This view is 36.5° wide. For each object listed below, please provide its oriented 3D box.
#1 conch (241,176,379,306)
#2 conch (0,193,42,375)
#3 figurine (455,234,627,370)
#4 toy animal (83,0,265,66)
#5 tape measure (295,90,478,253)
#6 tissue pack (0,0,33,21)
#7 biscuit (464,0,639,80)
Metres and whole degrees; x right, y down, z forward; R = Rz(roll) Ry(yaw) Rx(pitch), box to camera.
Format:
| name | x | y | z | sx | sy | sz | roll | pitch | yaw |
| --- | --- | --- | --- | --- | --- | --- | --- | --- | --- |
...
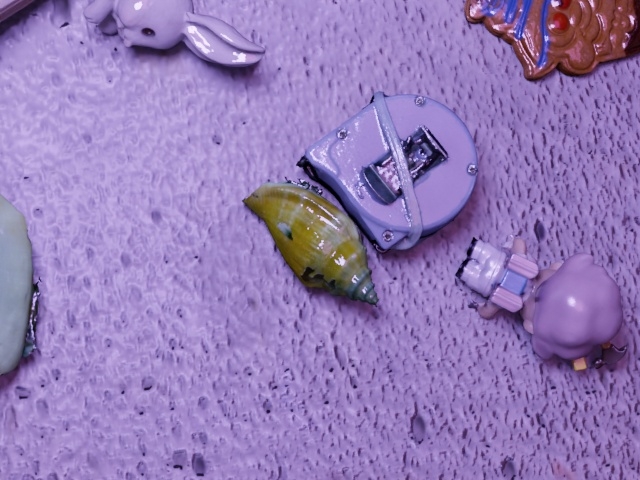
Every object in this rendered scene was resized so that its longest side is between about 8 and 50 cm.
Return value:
| name | x | y | z | sx | sy | sz | roll | pitch | yaw |
| --- | --- | --- | --- | --- | --- | --- | --- | --- | --- |
| conch | -0.001 | 0.003 | 1.145 | 0.095 | 0.079 | 0.200 | -39 | 88 | 18 |
| conch | -0.388 | 0.073 | 1.070 | 0.143 | 0.137 | 0.250 | 20 | 55 | 22 |
| figurine | 0.277 | 0.069 | 1.171 | 0.229 | 0.112 | 0.137 | 27 | 82 | 7 |
| toy animal | -0.181 | -0.255 | 1.156 | 0.221 | 0.104 | 0.131 | 41 | 75 | 1 |
| tape measure | 0.096 | -0.088 | 1.170 | 0.181 | 0.107 | 0.182 | -44 | 86 | -7 |
| tissue pack | -0.393 | -0.334 | 1.096 | 0.325 | 0.071 | 0.170 | -45 | 102 | -30 |
| biscuit | 0.328 | -0.294 | 1.282 | 0.280 | 0.043 | 0.183 | 6 | 82 | -5 |
